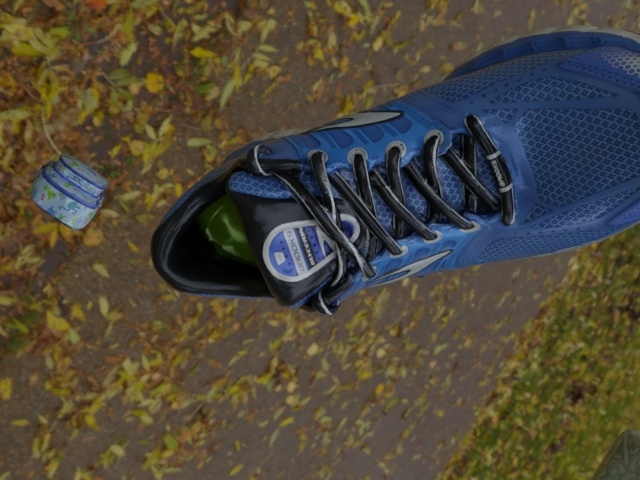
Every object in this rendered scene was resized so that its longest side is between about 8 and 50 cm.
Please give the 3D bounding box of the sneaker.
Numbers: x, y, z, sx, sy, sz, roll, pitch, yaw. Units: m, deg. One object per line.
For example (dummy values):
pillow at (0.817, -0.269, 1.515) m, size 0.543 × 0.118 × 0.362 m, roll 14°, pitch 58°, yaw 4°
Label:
sneaker at (0.036, -0.015, 0.406) m, size 0.147 × 0.330 × 0.129 m, roll -40°, pitch 111°, yaw -51°

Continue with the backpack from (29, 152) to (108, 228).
backpack at (-0.376, -0.076, 1.096) m, size 0.105 × 0.114 × 0.084 m, roll 35°, pitch 100°, yaw -19°

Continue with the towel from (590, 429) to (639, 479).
towel at (0.450, 0.434, 0.930) m, size 0.090 × 0.374 × 0.320 m, roll 45°, pitch 77°, yaw -19°

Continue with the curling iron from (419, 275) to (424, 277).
curling iron at (0.000, 0.000, 0.894) m, size 0.068 × 0.274 × 0.035 m, roll 68°, pitch 39°, yaw -56°
